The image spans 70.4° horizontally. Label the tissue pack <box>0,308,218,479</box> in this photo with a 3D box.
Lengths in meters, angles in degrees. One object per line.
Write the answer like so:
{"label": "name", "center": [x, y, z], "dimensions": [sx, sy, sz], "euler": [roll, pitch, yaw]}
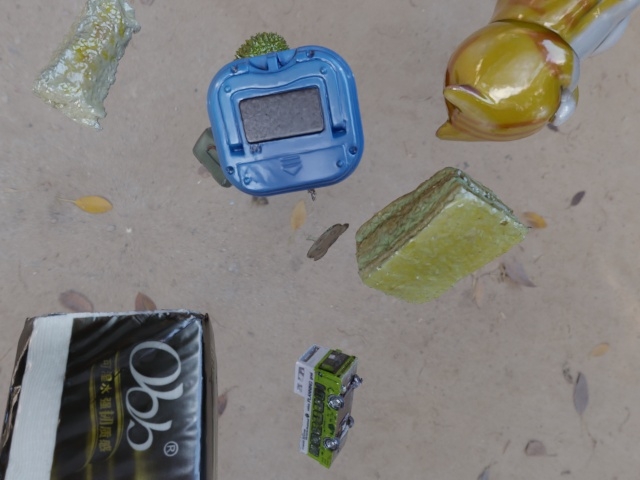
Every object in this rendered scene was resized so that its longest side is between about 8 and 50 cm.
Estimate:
{"label": "tissue pack", "center": [-0.203, 0.272, 0.451], "dimensions": [0.198, 0.210, 0.369], "euler": [1, 65, -14]}

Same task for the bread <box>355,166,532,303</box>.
{"label": "bread", "center": [0.151, -0.005, 0.602], "dimensions": [0.138, 0.196, 0.102], "euler": [23, 41, -31]}

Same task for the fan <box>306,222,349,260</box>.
{"label": "fan", "center": [0.000, 0.000, 1.389], "dimensions": [0.008, 0.227, 0.152], "euler": [46, 76, -18]}

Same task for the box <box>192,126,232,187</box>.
{"label": "box", "center": [-0.349, -0.307, 1.661], "dimensions": [0.210, 0.148, 0.129], "euler": [49, 29, 10]}

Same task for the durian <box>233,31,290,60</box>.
{"label": "durian", "center": [-0.190, -0.603, 1.531], "dimensions": [0.200, 0.236, 0.176], "euler": [-15, 119, 13]}

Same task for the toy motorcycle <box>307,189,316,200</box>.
{"label": "toy motorcycle", "center": [-0.070, -0.329, 1.569], "dimensions": [0.134, 0.207, 0.400], "euler": [-23, 106, 20]}

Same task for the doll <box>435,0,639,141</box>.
{"label": "doll", "center": [0.260, -0.237, 0.545], "dimensions": [0.162, 0.167, 0.269], "euler": [30, 85, 24]}

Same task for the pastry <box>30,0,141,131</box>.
{"label": "pastry", "center": [-0.414, -0.334, 0.811], "dimensions": [0.121, 0.089, 0.258], "euler": [39, 55, -56]}

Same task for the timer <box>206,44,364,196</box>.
{"label": "timer", "center": [-0.078, -0.262, 1.027], "dimensions": [0.340, 0.115, 0.308], "euler": [-9, 105, 5]}

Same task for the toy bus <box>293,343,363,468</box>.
{"label": "toy bus", "center": [0.011, 0.410, 1.124], "dimensions": [0.113, 0.139, 0.301], "euler": [-33, 134, -53]}
